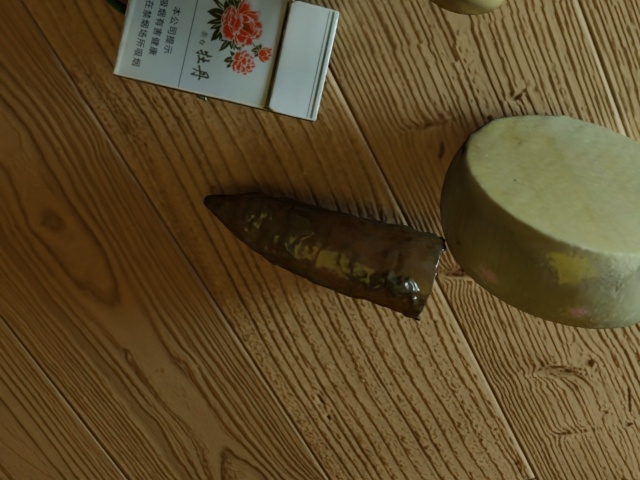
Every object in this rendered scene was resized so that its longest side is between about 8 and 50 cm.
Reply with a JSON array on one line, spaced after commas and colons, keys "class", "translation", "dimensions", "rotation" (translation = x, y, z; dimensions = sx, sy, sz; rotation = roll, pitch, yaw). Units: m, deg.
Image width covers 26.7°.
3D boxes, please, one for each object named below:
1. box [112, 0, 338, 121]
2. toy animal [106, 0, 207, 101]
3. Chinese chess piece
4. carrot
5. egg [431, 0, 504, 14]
[{"class": "box", "translation": [-0.090, -0.187, 1.281], "dimensions": [0.198, 0.029, 0.109], "rotation": [12, 90, -5]}, {"class": "toy animal", "translation": [-0.130, -0.181, 1.311], "dimensions": [0.216, 0.041, 0.075], "rotation": [18, 94, -10]}, {"class": "Chinese chess piece", "translation": [0.237, -0.021, 1.284], "dimensions": [0.250, 0.251, 0.097], "rotation": [11, 124, -4]}, {"class": "carrot", "translation": [0.000, 0.000, 1.438], "dimensions": [0.263, 0.102, 0.102], "rotation": [20, 129, -4]}, {"class": "egg", "translation": [0.130, -0.244, 1.219], "dimensions": [0.096, 0.080, 0.080], "rotation": [34, 124, -17]}]
